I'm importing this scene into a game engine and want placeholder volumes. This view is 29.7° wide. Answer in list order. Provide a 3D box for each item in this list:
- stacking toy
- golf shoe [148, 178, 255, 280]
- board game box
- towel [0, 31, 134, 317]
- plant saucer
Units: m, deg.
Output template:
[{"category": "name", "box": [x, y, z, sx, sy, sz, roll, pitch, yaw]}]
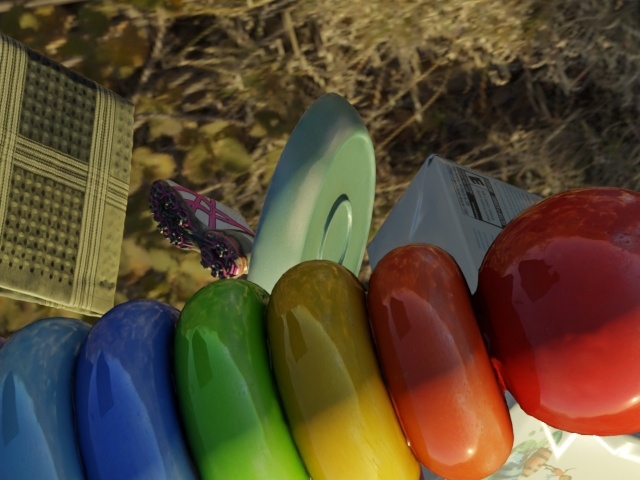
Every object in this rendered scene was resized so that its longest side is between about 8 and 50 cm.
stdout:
[{"category": "stacking toy", "box": [-0.015, 0.066, 0.443, 0.330, 0.141, 0.141, -18, 97, 9]}, {"category": "golf shoe", "box": [-0.140, -0.018, 1.512, 0.186, 0.086, 0.067, 40, 128, 26]}, {"category": "board game box", "box": [0.193, 0.089, 0.751, 0.303, 0.224, 0.097, 20, 124, -21]}, {"category": "towel", "box": [-0.366, -0.079, 1.531, 0.056, 0.312, 0.324, -7, 71, 33]}, {"category": "plant saucer", "box": [0.000, 0.000, 1.302, 0.043, 0.317, 0.318, 13, 114, 16]}]
